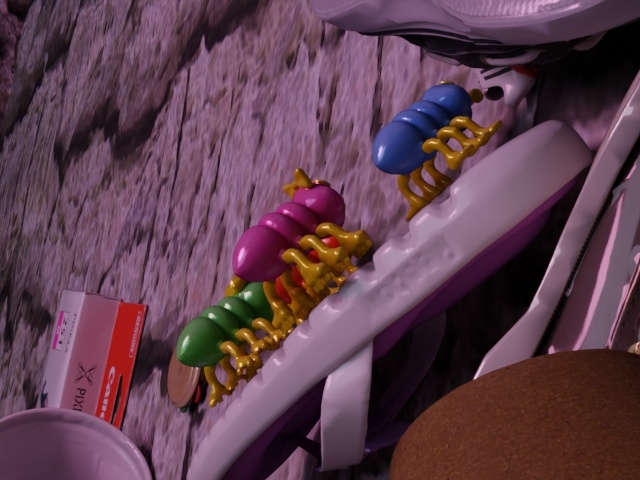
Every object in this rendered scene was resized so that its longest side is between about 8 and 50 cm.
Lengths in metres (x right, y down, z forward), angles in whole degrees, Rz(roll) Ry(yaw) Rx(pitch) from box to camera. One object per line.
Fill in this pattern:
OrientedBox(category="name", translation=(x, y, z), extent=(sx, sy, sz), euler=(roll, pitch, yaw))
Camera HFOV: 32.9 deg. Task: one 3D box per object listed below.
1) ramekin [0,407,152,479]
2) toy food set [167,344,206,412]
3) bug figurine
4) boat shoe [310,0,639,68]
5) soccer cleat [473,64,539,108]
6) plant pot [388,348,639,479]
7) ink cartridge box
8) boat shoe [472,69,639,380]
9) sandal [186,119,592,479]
OrientedBox(category="ramekin", translation=(-0.292, 0.294, 1.172), extent=(0.207, 0.207, 0.109), euler=(-107, 31, -48))
OrientedBox(category="toy food set", translation=(-0.139, 0.138, 1.140), extent=(0.082, 0.020, 0.083), euler=(20, 95, 64))
OrientedBox(category="bug figurine", translation=(0.000, 0.000, 0.739), extent=(0.216, 0.072, 0.279), euler=(-39, -7, -39))
OrientedBox(category="boat shoe", translation=(0.112, -0.156, 0.586), extent=(0.335, 0.119, 0.121), euler=(24, 99, 65))
OrientedBox(category="soccer cleat", translation=(0.117, -0.115, 0.739), extent=(0.036, 0.029, 0.083), euler=(-65, 32, 12))
OrientedBox(category="plant pot", translation=(0.109, 0.169, 0.346), extent=(0.237, 0.237, 0.254), euler=(-54, 36, 38))
OrientedBox(category="ink cartridge box", translation=(-0.317, 0.205, 1.428), extent=(0.239, 0.060, 0.275), euler=(-2, 75, 65))
OrientedBox(category="boat shoe", translation=(0.159, 0.013, 0.508), extent=(0.096, 0.116, 0.324), euler=(29, 97, 19))
OrientedBox(category="sandal", translation=(0.035, 0.090, 0.704), extent=(0.102, 0.169, 0.416), euler=(49, 132, 11))
